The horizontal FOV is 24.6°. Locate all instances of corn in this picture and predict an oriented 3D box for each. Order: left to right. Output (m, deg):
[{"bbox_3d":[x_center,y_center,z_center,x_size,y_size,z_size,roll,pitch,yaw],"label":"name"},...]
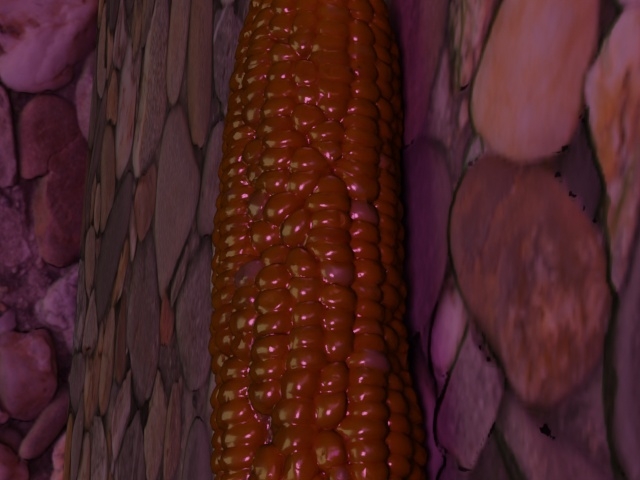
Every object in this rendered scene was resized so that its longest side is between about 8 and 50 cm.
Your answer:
[{"bbox_3d":[-0.005,0.001,0.708,0.102,0.102,0.312,125,147,-61],"label":"corn"}]
